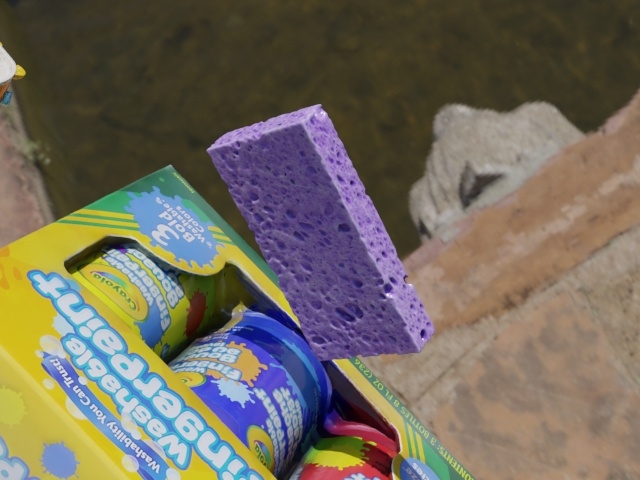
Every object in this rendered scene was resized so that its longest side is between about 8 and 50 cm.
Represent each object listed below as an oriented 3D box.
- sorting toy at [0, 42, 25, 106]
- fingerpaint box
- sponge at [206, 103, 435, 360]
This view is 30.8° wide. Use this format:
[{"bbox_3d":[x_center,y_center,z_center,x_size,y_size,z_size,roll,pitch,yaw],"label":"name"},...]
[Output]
[{"bbox_3d":[-0.284,-0.124,0.962,0.083,0.045,0.075,48,127,28],"label":"sorting toy"},{"bbox_3d":[-0.100,0.177,0.989,0.445,0.371,0.163,46,116,3],"label":"fingerpaint box"},{"bbox_3d":[0.000,0.000,0.923,0.117,0.210,0.031,-9,26,45],"label":"sponge"}]
